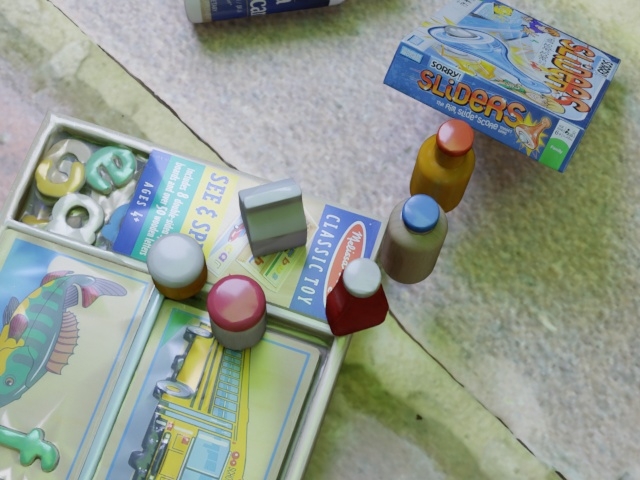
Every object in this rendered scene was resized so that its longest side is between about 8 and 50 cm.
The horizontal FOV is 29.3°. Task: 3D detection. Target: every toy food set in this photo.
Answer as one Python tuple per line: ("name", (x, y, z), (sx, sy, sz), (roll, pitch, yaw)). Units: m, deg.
("toy food set", (0.000, 0.000, 0.816), (0.232, 0.104, 0.111), (-14, 72, -7))

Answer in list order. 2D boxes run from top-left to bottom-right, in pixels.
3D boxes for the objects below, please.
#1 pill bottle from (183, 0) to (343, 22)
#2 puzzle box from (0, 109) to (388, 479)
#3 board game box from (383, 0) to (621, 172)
("pill bottle", (-0.027, -0.226, 0.954), (0.169, 0.094, 0.094), (-9, 71, -4))
("puzzle box", (-0.140, 0.131, 0.851), (0.272, 0.052, 0.409), (18, 71, 4))
("board game box", (0.138, -0.122, 0.886), (0.136, 0.035, 0.201), (28, 28, 8))
